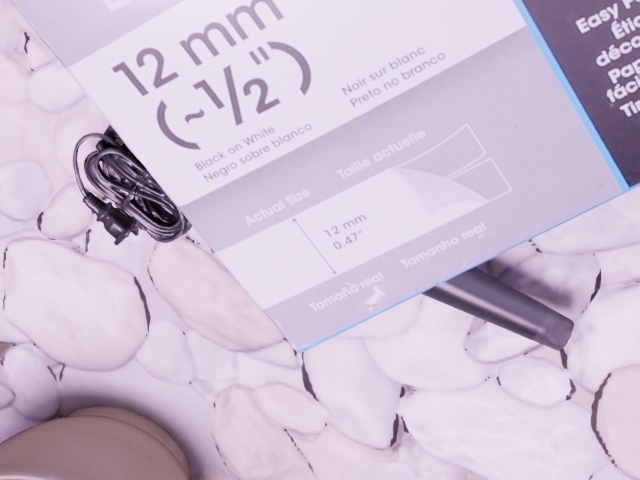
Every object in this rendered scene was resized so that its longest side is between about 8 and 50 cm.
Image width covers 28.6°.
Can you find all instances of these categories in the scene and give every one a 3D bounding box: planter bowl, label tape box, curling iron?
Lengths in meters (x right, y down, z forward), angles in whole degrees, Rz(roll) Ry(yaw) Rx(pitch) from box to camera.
[{"bbox_3d":[-0.137,0.168,0.750,0.162,0.109,0.162,7,122,11],"label":"planter bowl"},{"bbox_3d":[0.002,-0.149,0.471,0.249,0.115,0.348,-27,122,18],"label":"label tape box"},{"bbox_3d":[0.000,0.000,0.656,0.274,0.035,0.068,18,121,5],"label":"curling iron"}]
